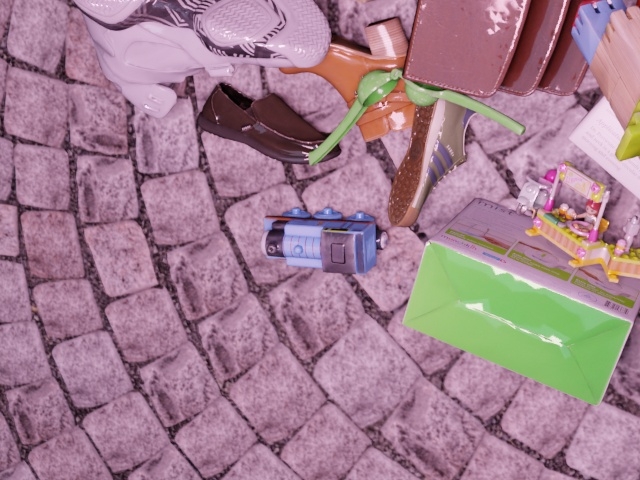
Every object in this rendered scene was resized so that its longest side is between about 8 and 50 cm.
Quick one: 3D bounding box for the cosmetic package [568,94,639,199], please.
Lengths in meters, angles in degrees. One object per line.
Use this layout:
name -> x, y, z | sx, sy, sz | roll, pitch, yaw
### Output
cosmetic package -> 0.423, -0.156, 1.420 | 0.151, 0.151, 0.183 | 43, 116, 5

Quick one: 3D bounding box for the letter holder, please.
letter holder -> 0.248, -0.328, 1.442 | 0.215, 0.152, 0.301 | 17, 111, 15

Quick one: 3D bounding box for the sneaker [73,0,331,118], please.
sneaker -> -0.160, -0.267, 1.602 | 0.366, 0.137, 0.210 | 16, 146, 10

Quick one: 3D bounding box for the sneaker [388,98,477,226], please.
sneaker -> 0.157, -0.104, 1.579 | 0.064, 0.086, 0.192 | 39, 118, 58

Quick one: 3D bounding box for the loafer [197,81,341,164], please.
loafer -> -0.072, -0.166, 1.655 | 0.220, 0.080, 0.078 | 18, 112, 16

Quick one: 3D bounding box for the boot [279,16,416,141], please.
boot -> 0.041, -0.207, 1.606 | 0.197, 0.073, 0.152 | -10, 106, 27

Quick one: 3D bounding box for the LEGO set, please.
LEGO set -> 0.374, -0.023, 1.460 | 0.287, 0.132, 0.107 | 26, 120, 26

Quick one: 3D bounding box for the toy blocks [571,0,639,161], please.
toy blocks -> 0.429, -0.236, 1.250 | 0.382, 0.190, 0.260 | -17, 64, -10

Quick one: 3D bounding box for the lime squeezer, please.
lime squeezer -> 0.108, -0.170, 1.514 | 0.310, 0.059, 0.109 | -6, 80, 31

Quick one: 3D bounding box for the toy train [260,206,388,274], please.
toy train -> 0.000, 0.000, 1.662 | 0.184, 0.105, 0.080 | 5, 107, 21

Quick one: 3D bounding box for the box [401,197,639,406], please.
box -> 0.270, 0.065, 1.502 | 0.262, 0.231, 0.126 | 22, 112, 14

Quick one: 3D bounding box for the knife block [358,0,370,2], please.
knife block -> 0.099, -0.470, 1.493 | 0.242, 0.088, 0.275 | -20, 96, 26
